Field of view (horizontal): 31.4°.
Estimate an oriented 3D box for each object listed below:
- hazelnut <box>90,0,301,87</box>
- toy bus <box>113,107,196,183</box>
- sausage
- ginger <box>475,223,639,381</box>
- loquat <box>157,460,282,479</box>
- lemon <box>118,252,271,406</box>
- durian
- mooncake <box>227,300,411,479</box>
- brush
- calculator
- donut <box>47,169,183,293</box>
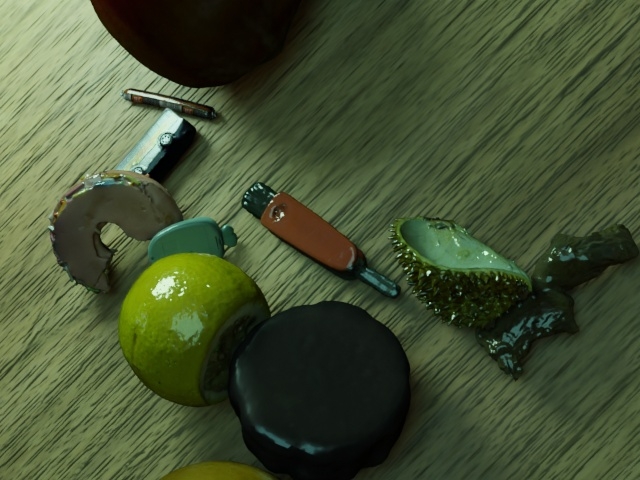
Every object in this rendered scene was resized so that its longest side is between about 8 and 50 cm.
[{"bbox_3d":[-0.206,-0.443,1.881,0.365,0.366,0.366,-4,77,16],"label":"hazelnut"},{"bbox_3d":[-0.293,-0.148,1.992,0.072,0.057,0.172,41,91,29],"label":"toy bus"},{"bbox_3d":[-0.271,-0.244,2.022,0.198,0.025,0.028,14,114,19],"label":"sausage"},{"bbox_3d":[0.361,0.079,1.731,0.290,0.084,0.122,-46,58,4],"label":"ginger"},{"bbox_3d":[-0.143,0.485,1.671,0.328,0.328,0.329,-4,77,16],"label":"loquat"},{"bbox_3d":[-0.214,0.131,1.813,0.219,0.240,0.240,28,87,26],"label":"lemon"},{"bbox_3d":[0.203,0.048,1.767,0.139,0.144,0.252,-32,40,-19],"label":"durian"},{"bbox_3d":[-0.001,0.235,1.746,0.282,0.141,0.283,1,57,-2],"label":"mooncake"},{"bbox_3d":[0.000,0.000,1.874,0.323,0.051,0.070,33,86,20],"label":"brush"},{"bbox_3d":[-0.214,0.009,1.915,0.153,0.021,0.095,-14,116,-8],"label":"calculator"},{"bbox_3d":[-0.353,-0.030,1.934,0.232,0.085,0.199,-26,115,8],"label":"donut"}]
